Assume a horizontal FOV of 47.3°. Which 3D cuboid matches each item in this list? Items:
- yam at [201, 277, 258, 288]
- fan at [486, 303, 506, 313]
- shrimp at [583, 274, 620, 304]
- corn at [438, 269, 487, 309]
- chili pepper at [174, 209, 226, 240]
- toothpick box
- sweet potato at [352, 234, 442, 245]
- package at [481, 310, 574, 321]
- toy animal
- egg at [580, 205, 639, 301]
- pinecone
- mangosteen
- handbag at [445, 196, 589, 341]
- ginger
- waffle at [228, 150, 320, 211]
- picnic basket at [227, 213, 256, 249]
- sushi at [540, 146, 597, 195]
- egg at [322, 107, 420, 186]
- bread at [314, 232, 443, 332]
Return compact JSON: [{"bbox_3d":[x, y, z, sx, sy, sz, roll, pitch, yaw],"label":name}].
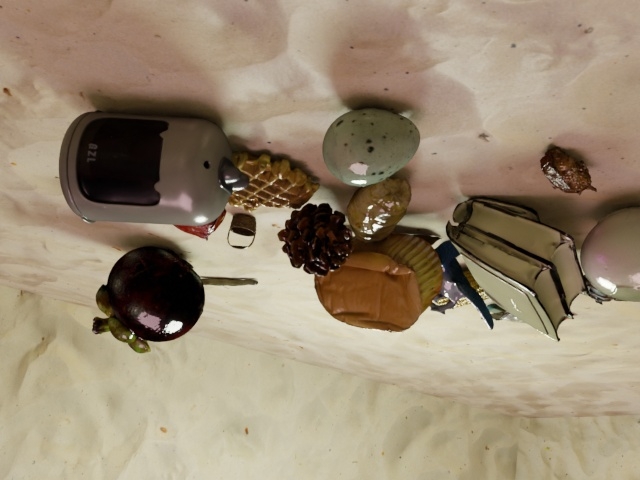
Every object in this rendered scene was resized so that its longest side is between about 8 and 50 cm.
[{"bbox_3d":[-0.307,0.141,2.422,0.234,0.029,0.027,0,147,28],"label":"yam"},{"bbox_3d":[0.555,0.219,2.211,0.113,0.005,0.175,7,161,10],"label":"fan"},{"bbox_3d":[0.653,0.103,1.698,0.233,0.090,0.079,13,-163,-40],"label":"shrimp"},{"bbox_3d":[0.392,0.119,1.891,0.091,0.091,0.260,2,165,-36],"label":"corn"},{"bbox_3d":[-0.342,-0.089,1.695,0.253,0.144,0.136,19,131,-1],"label":"chili pepper"},{"bbox_3d":[-0.298,-0.130,1.383,0.316,0.229,0.229,4,160,11],"label":"toothpick box"},{"bbox_3d":[0.155,0.012,1.760,0.274,0.067,0.067,-3,157,22],"label":"sweet potato"},{"bbox_3d":[0.605,0.224,2.146,0.232,0.040,0.166,6,164,-17],"label":"package"},{"bbox_3d":[0.327,0.102,1.737,0.255,0.239,0.176,22,121,-35],"label":"toy animal"},{"bbox_3d":[0.591,0.029,1.379,0.183,0.183,0.217,20,152,-25],"label":"egg"},{"bbox_3d":[0.000,0.000,1.562,0.174,0.173,0.173,10,161,3],"label":"pinecone"},{"bbox_3d":[-0.507,0.177,2.211,0.330,0.330,0.330,10,161,3],"label":"mangosteen"},{"bbox_3d":[0.424,0.056,1.560,0.237,0.160,0.358,28,172,32],"label":"handbag"},{"bbox_3d":[0.113,-0.062,1.506,0.109,0.116,0.263,40,167,6],"label":"ginger"},{"bbox_3d":[-0.127,-0.118,1.551,0.253,0.056,0.249,8,161,5],"label":"waffle"},{"bbox_3d":[-0.196,-0.018,1.825,0.072,0.083,0.072,10,162,3],"label":"picnic basket"},{"bbox_3d":[0.424,-0.116,1.247,0.118,0.061,0.060,20,171,-22],"label":"sushi"},{"bbox_3d":[0.084,-0.155,1.216,0.164,0.131,0.131,-3,158,17],"label":"egg"},{"bbox_3d":[0.140,0.089,1.671,0.288,0.204,0.156,-5,-166,38],"label":"bread"}]
